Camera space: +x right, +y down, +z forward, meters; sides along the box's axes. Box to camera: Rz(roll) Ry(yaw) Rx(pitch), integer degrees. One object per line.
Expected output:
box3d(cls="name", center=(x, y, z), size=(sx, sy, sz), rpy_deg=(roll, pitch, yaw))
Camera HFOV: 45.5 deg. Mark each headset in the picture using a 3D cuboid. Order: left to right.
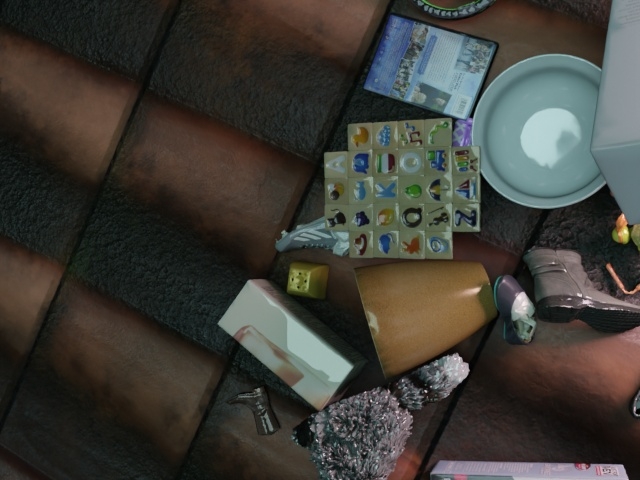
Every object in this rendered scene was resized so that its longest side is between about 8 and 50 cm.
box3d(cls="headset", center=(0.270, -0.671, 1.628), size=(0.243, 0.185, 0.394), rpy_deg=(-14, 99, 20))

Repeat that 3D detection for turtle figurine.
box3d(cls="turtle figurine", center=(0.660, -0.033, 1.474), size=(0.217, 0.087, 0.269), rpy_deg=(-8, 92, 16))

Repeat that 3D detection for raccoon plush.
box3d(cls="raccoon plush", center=(0.143, 0.450, 1.537), size=(0.446, 0.216, 0.299), rpy_deg=(-31, 70, 14))

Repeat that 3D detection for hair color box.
box3d(cls="hair color box", center=(0.417, 0.548, 1.523), size=(0.375, 0.113, 0.185), rpy_deg=(-4, 87, 17))

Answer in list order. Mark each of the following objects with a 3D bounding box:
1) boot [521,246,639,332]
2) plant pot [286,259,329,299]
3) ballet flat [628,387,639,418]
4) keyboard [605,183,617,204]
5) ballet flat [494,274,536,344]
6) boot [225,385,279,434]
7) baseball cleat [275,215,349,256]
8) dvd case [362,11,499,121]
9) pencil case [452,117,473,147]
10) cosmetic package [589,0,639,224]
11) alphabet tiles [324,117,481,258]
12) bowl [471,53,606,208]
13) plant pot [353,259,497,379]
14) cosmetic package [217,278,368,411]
box3d(cls="boot", center=(0.526, 0.087, 1.511), size=(0.247, 0.083, 0.161), rpy_deg=(10, 52, -13))
box3d(cls="plant pot", center=(-0.036, 0.088, 1.698), size=(0.082, 0.083, 0.081), rpy_deg=(7, 90, 18))
box3d(cls="ballet flat", center=(0.666, 0.278, 1.487), size=(0.057, 0.049, 0.173), rpy_deg=(33, 98, 15))
box3d(cls="keyboard", center=(0.601, -0.175, 1.533), size=(0.100, 0.038, 0.192), rpy_deg=(-24, 82, 15))
box3d(cls="ballet flat", center=(0.394, 0.144, 1.512), size=(0.074, 0.203, 0.074), rpy_deg=(-11, 46, 12))
box3d(cls="boot", center=(-0.156, 0.402, 1.752), size=(0.106, 0.037, 0.114), rpy_deg=(-21, 86, 18))
box3d(cls="baseball cleat", center=(0.000, 0.000, 1.697), size=(0.206, 0.072, 0.109), rpy_deg=(-27, 80, 15))
box3d(cls="dvd case", center=(0.238, -0.379, 1.663), size=(0.253, 0.022, 0.180), rpy_deg=(22, 94, 17))
box3d(cls="pencil case", center=(0.287, -0.151, 1.604), size=(0.086, 0.088, 0.206), rpy_deg=(20, 93, 27))
box3d(cls="cosmetic package", center=(0.604, -0.278, 1.325), size=(0.161, 0.230, 0.453), rpy_deg=(-5, 55, 37))
box3d(cls="alphabet tiles", center=(0.163, -0.104, 1.583), size=(0.343, 0.011, 0.285), rpy_deg=(1, 95, 26))
box3d(cls="bowl", center=(0.460, -0.210, 1.521), size=(0.298, 0.134, 0.297), rpy_deg=(0, 90, 23))
box3d(cls="plant pot", center=(0.221, 0.136, 1.557), size=(0.254, 0.237, 0.237), rpy_deg=(-16, 83, 4))
box3d(cls="cosmetic package", center=(-0.058, 0.223, 1.666), size=(0.296, 0.153, 0.129), rpy_deg=(39, 98, 16))
